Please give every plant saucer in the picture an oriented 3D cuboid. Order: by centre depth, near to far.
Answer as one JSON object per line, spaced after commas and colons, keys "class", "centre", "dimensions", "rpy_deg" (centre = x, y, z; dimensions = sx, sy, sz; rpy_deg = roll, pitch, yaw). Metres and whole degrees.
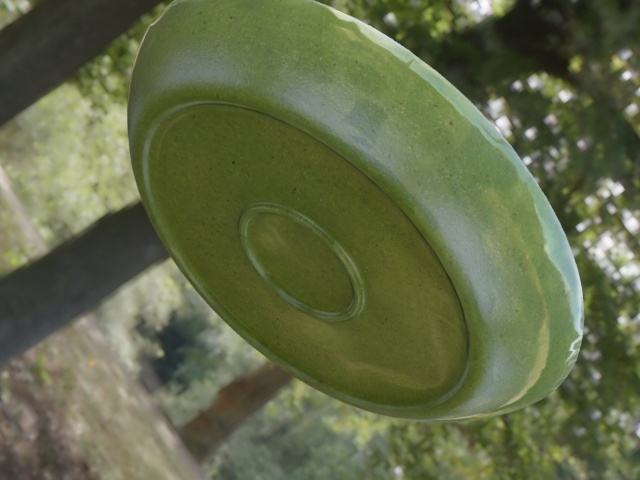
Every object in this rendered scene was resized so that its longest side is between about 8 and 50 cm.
{"class": "plant saucer", "centre": [0.000, 0.000, 0.621], "dimensions": [0.241, 0.037, 0.241], "rpy_deg": [30, -33, 22]}
